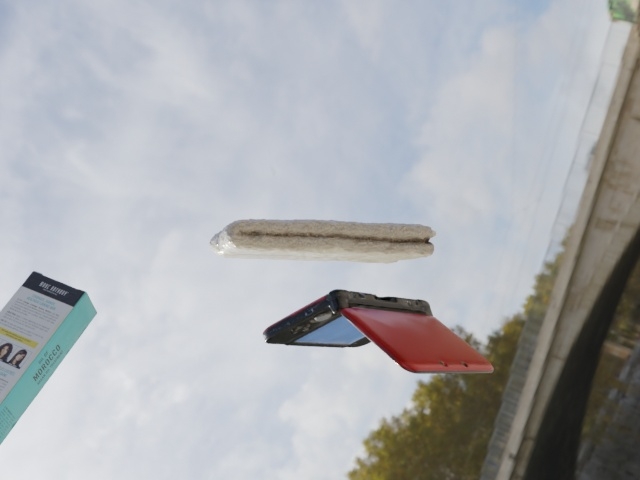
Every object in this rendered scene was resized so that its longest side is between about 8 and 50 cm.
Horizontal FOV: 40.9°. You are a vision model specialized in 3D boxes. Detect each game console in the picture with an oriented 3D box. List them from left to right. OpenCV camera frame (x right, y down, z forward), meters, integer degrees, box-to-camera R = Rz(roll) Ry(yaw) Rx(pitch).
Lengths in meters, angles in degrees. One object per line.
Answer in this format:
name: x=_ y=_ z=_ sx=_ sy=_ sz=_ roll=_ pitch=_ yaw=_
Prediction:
game console: x=0.048 y=0.091 z=0.699 sx=0.144 sy=0.124 sz=0.085 roll=12 pitch=-127 yaw=-52

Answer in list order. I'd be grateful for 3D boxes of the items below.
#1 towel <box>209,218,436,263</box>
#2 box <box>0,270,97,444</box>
towel: x=0.000 y=0.000 z=1.154 sx=0.187 sy=0.282 sz=0.049 roll=157 pitch=115 yaw=-75
box: x=-0.430 y=0.165 z=1.207 sx=0.244 sy=0.100 sz=0.060 roll=-59 pitch=-23 yaw=-31
